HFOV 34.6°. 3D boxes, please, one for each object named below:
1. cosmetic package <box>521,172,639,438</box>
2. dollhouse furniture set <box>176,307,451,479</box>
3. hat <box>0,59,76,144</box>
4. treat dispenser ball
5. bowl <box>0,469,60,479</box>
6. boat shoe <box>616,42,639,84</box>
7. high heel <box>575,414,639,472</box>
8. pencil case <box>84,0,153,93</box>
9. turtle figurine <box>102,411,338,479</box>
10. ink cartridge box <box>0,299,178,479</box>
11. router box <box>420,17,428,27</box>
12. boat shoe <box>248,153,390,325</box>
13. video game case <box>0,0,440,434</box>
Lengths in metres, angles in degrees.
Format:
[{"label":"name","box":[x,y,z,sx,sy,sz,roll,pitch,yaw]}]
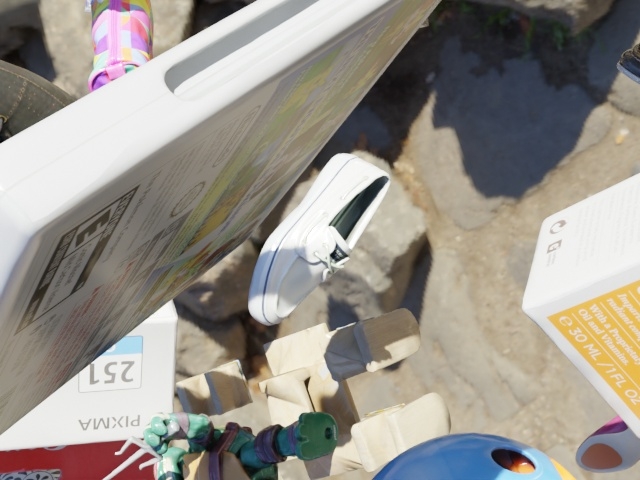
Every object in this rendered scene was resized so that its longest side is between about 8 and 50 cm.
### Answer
[{"label":"cosmetic package","box":[0.454,0.015,1.010,0.453,0.161,0.230,-30,113,38]},{"label":"dollhouse furniture set","box":[0.044,0.321,1.565,0.362,0.256,0.394,-22,85,33]},{"label":"hat","box":[-0.373,-0.040,0.995,0.134,0.331,0.331,23,125,53]},{"label":"treat dispenser ball","box":[0.163,0.349,1.086,0.288,0.288,0.288,31,131,44]},{"label":"bowl","box":[-0.331,0.291,1.221,0.170,0.170,0.080,-30,66,57]},{"label":"boat shoe","box":[0.587,-0.294,1.646,0.112,0.335,0.095,44,123,33]},{"label":"high heel","box":[0.528,0.304,1.726,0.082,0.117,0.244,41,131,4]},{"label":"pencil case","box":[-0.292,-0.290,1.508,0.104,0.104,0.236,107,158,-43]},{"label":"turtle figurine","box":[-0.086,0.206,0.879,0.234,0.118,0.175,-11,113,34]},{"label":"ink cartridge box","box":[-0.292,0.177,0.986,0.066,0.296,0.261,-121,33,-58]},{"label":"router box","box":[0.025,-0.467,1.621,0.243,0.081,0.309,-8,92,27]},{"label":"boat shoe","box":[0.000,0.000,1.168,0.076,0.226,0.083,20,167,38]},{"label":"video game case","box":[-0.081,-0.014,0.533,0.036,0.300,0.329,47,141,4]}]
